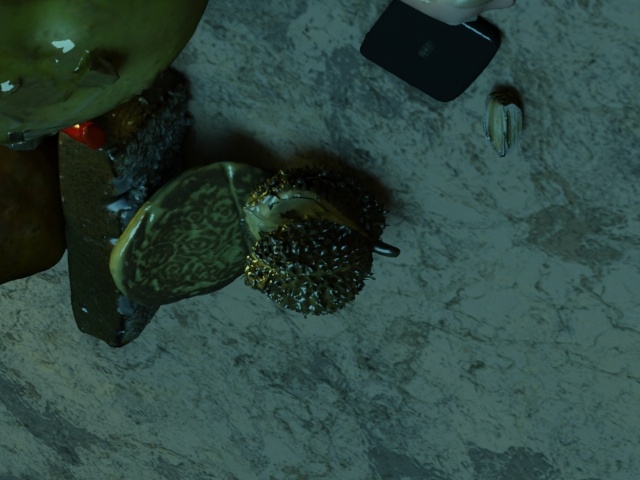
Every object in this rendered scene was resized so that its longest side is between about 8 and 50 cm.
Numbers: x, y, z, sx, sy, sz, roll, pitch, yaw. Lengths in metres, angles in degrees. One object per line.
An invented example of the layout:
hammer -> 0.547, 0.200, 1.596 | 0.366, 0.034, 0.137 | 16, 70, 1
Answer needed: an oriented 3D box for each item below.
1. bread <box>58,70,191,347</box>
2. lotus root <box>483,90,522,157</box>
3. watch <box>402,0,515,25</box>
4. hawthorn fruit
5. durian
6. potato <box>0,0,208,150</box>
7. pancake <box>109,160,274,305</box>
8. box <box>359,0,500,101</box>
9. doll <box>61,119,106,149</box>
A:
bread -> -0.246, -0.038, 1.962 | 0.113, 0.165, 0.416 | 24, 144, 13
lotus root -> 0.200, -0.131, 1.685 | 0.037, 0.030, 0.083 | 42, 151, 36
watch -> 0.112, -0.355, 1.396 | 0.253, 0.162, 0.241 | 27, 131, -4
hawthorn fruit -> -0.453, -0.066, 1.949 | 0.308, 0.308, 0.325 | -15, 127, 42
durian -> 0.000, 0.000, 1.838 | 0.196, 0.196, 0.167 | 25, 159, 4
potato -> -0.287, -0.314, 1.450 | 0.442, 0.385, 0.319 | 26, 150, -36
pancake -> -0.148, -0.003, 1.921 | 0.031, 0.250, 0.250 | 58, 157, 32
box -> 0.118, -0.211, 1.647 | 0.125, 0.027, 0.126 | 30, 142, -8
doll -> -0.373, -0.244, 1.797 | 0.384, 0.188, 0.099 | 23, 171, 25
